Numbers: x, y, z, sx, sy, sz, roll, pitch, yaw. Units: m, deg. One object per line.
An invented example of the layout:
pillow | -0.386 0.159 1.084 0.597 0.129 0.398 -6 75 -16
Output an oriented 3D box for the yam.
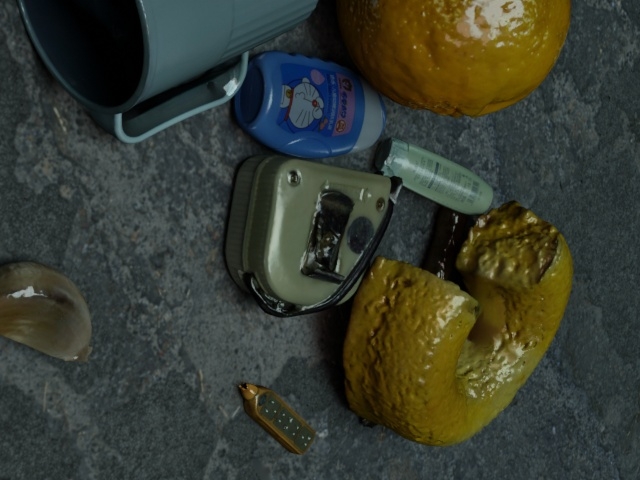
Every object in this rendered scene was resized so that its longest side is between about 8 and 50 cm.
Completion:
yam | 0.209 0.004 2.180 0.057 0.057 0.241 25 80 -42

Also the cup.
cup | -0.171 -0.300 1.645 0.311 0.257 0.331 -31 115 -37

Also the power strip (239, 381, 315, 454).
power strip | -0.068 0.265 1.986 0.178 0.028 0.049 48 66 -36

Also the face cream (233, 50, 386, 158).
face cream | -0.005 -0.193 1.931 0.264 0.083 0.149 5 92 -43

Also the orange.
orange | 0.192 -0.324 1.915 0.341 0.341 0.293 3 89 -43

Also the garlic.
garlic | -0.356 0.081 1.658 0.195 0.087 0.101 29 91 -45

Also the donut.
donut | 0.233 0.153 2.092 0.435 0.163 0.377 -29 134 -36

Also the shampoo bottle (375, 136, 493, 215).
shampoo bottle | 0.183 -0.101 2.107 0.212 0.049 0.072 24 89 -27

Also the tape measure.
tape measure | 0.000 0.000 1.938 0.271 0.133 0.231 5 93 -45
